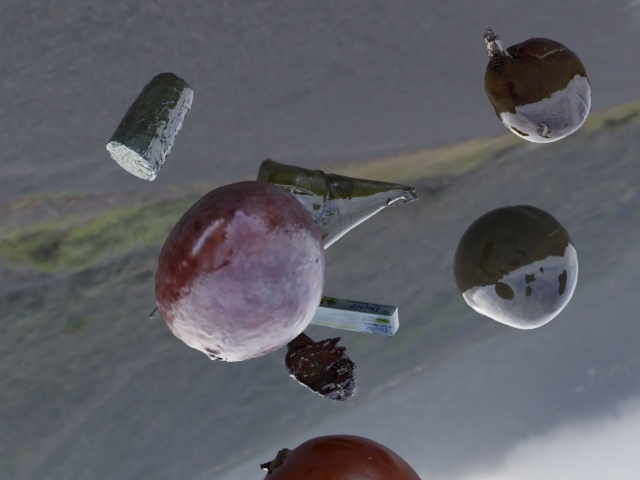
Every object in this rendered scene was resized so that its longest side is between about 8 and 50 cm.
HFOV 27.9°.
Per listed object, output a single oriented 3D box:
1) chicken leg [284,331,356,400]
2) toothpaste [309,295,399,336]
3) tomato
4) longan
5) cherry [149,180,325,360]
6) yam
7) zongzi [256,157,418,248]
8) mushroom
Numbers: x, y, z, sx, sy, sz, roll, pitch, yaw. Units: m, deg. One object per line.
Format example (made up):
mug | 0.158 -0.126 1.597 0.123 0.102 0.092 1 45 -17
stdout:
chicken leg | -0.013 0.166 1.900 0.205 0.093 0.053 29 -163 39
toothpaste | 0.053 0.131 2.234 0.164 0.046 0.034 7 -146 23
tomato | 0.039 0.467 2.071 0.322 0.321 0.321 -22 180 0
longan | 0.360 0.054 2.397 0.248 0.248 0.248 -22 180 0
cherry | -0.085 0.025 1.355 0.192 0.175 0.249 -23 157 -15
yam | -0.280 -0.186 2.121 0.107 0.107 0.183 -22 -146 48
zongzi | 0.000 0.000 2.264 0.289 0.260 0.123 9 -158 -21
mushroom | 0.264 -0.204 1.612 0.135 0.170 0.080 -33 159 -26
